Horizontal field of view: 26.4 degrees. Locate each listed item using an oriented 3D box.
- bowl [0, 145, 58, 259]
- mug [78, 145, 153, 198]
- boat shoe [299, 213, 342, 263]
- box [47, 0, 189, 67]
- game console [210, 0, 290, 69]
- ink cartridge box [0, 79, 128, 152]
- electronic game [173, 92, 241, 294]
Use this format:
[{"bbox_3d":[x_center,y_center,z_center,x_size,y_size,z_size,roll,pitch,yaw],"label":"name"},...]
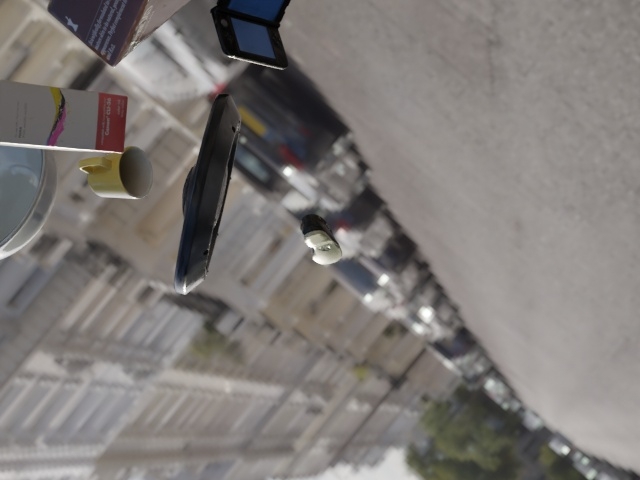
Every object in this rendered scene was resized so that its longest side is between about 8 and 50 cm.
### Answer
[{"bbox_3d":[-0.542,-0.082,2.248,0.298,0.298,0.134,40,180,30],"label":"bowl"},{"bbox_3d":[-0.247,-0.083,1.626,0.064,0.062,0.078,-6,130,34],"label":"mug"},{"bbox_3d":[0.002,-0.001,2.131,0.133,0.049,0.042,57,-162,-62],"label":"boat shoe"},{"bbox_3d":[-0.204,-0.439,1.949,0.143,0.381,0.191,42,147,1],"label":"box"},{"bbox_3d":[-0.079,-0.298,1.824,0.122,0.071,0.107,6,-120,-47],"label":"game console"},{"bbox_3d":[-0.319,-0.133,1.447,0.198,0.067,0.115,2,-177,-42],"label":"ink cartridge box"},{"bbox_3d":[-0.130,-0.052,1.526,0.048,0.229,0.229,12,-179,-2],"label":"electronic game"}]
